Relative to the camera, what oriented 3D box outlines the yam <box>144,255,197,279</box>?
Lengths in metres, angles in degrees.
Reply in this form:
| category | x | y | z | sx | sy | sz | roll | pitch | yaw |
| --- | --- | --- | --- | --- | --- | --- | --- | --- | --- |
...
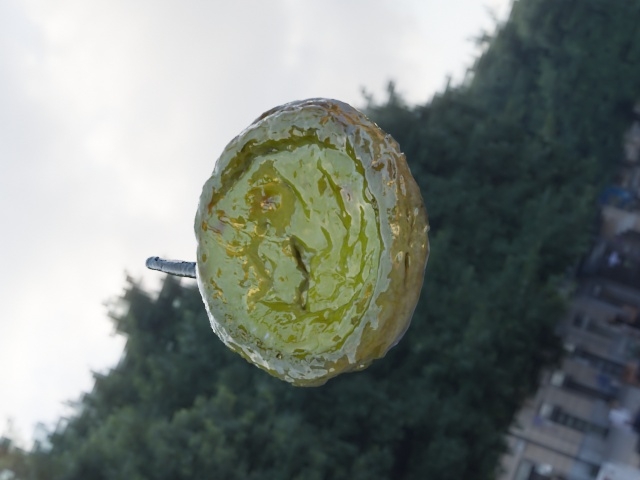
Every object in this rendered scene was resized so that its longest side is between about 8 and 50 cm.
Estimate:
| category | x | y | z | sx | sy | sz | roll | pitch | yaw |
| --- | --- | --- | --- | --- | --- | --- | --- | --- | --- |
| yam | -0.107 | 0.021 | 1.127 | 0.107 | 0.014 | 0.014 | 7 | 73 | 57 |

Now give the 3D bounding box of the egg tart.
| category | x | y | z | sx | sy | sz | roll | pitch | yaw |
| --- | --- | --- | --- | --- | --- | --- | --- | --- | --- |
| egg tart | 0.000 | 0.000 | 0.952 | 0.074 | 0.191 | 0.191 | 4 | -73 | -51 |
